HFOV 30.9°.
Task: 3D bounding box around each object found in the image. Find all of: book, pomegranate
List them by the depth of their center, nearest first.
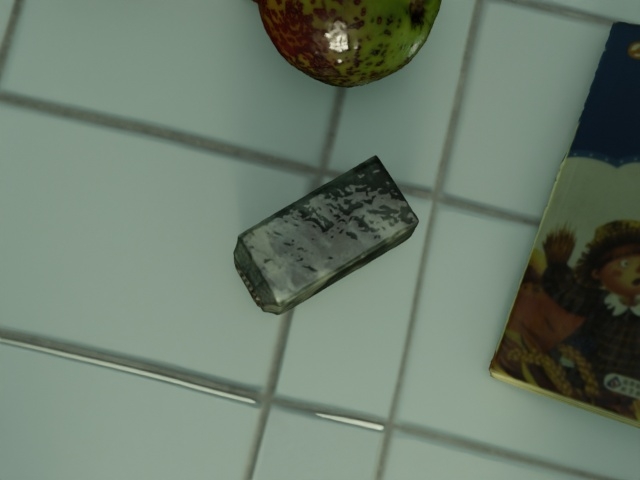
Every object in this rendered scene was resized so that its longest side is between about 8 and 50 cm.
[{"bbox_3d":[0.385,-0.010,1.209,0.300,0.039,0.428,17,77,22],"label":"book"},{"bbox_3d":[0.004,-0.271,1.220,0.247,0.214,0.214,14,76,32],"label":"pomegranate"}]

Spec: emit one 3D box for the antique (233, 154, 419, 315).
[{"bbox_3d":[0.000,0.000,1.203,0.183,0.088,0.086,-30,81,-10],"label":"antique"}]
